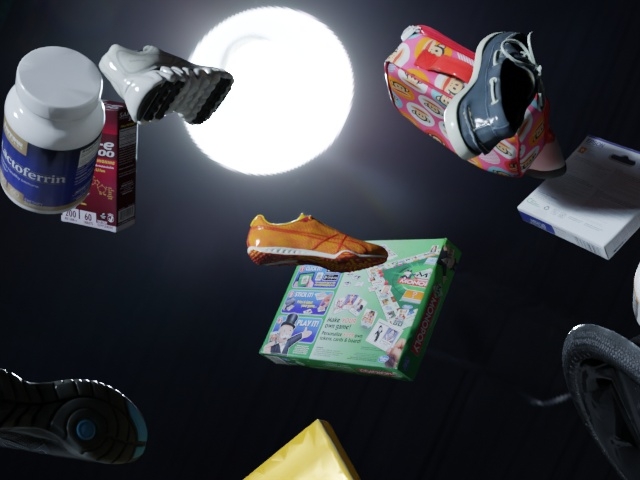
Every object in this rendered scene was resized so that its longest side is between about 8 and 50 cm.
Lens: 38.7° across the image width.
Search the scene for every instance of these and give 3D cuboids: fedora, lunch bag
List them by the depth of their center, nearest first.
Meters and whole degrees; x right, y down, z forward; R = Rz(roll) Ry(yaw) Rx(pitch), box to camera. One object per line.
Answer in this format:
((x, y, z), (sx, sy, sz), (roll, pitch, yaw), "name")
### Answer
((0.459, 0.216, 1.165), (0.334, 0.152, 0.334), (54, -13, 18), "fedora")
((0.248, -0.243, 1.571), (0.293, 0.120, 0.258), (34, -7, 20), "lunch bag")

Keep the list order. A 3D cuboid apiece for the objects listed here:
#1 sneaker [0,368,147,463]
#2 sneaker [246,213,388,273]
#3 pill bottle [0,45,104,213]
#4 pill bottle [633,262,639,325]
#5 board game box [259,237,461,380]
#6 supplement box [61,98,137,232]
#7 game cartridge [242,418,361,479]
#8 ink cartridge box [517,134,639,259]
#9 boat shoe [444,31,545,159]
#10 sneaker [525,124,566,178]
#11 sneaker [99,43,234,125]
((-0.450, 0.288, 1.492), (0.341, 0.125, 0.140), (23, -32, -26), "sneaker")
((0.000, 0.000, 1.102), (0.175, 0.067, 0.064), (9, -22, -14), "sneaker")
((-0.429, -0.174, 1.462), (0.153, 0.153, 0.264), (23, -39, -5), "pill bottle")
((0.636, 0.103, 1.609), (0.162, 0.162, 0.278), (26, -5, 23), "pill bottle")
((0.054, 0.100, 1.421), (0.046, 0.213, 0.317), (38, -25, -33), "board game box")
((-0.424, -0.147, 1.747), (0.130, 0.239, 0.073), (11, 19, 19), "supplement box")
((-0.026, 0.497, 1.451), (0.053, 0.285, 0.323), (35, 18, -53), "game cartridge")
((0.534, -0.088, 1.754), (0.223, 0.224, 0.045), (33, -17, 49), "ink cartridge box")
((0.218, -0.183, 1.069), (0.079, 0.095, 0.254), (-14, 22, 35), "boat shoe")
((0.401, -0.239, 1.767), (0.090, 0.145, 0.270), (-9, 36, -5), "sneaker")
((-0.231, -0.250, 1.419), (0.118, 0.110, 0.292), (41, 17, 12), "sneaker")
